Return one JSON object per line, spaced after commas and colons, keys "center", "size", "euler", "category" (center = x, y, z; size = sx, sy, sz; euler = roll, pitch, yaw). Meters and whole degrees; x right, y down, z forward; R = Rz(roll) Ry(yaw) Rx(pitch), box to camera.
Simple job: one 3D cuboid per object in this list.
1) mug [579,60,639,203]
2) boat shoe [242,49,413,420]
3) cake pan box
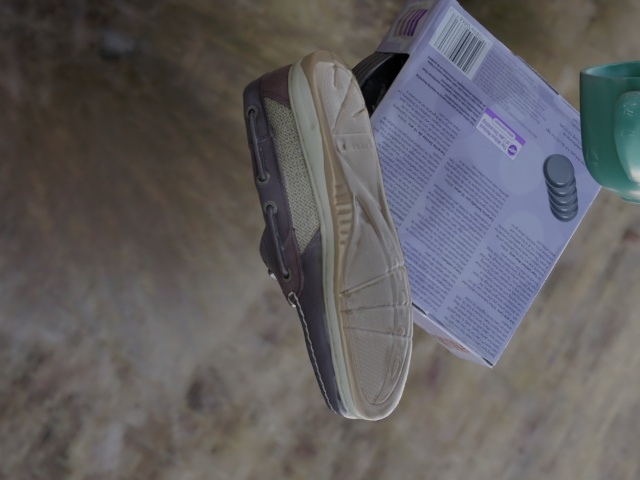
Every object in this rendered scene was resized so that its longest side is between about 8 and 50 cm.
{"center": [0.245, -0.077, 1.309], "size": [0.158, 0.129, 0.097], "euler": [-11, 103, -30], "category": "mug"}
{"center": [0.000, 0.000, 1.383], "size": [0.103, 0.092, 0.285], "euler": [-6, 84, -56], "category": "boat shoe"}
{"center": [0.117, -0.055, 1.617], "size": [0.070, 0.267, 0.245], "euler": [9, -114, 58], "category": "cake pan box"}
